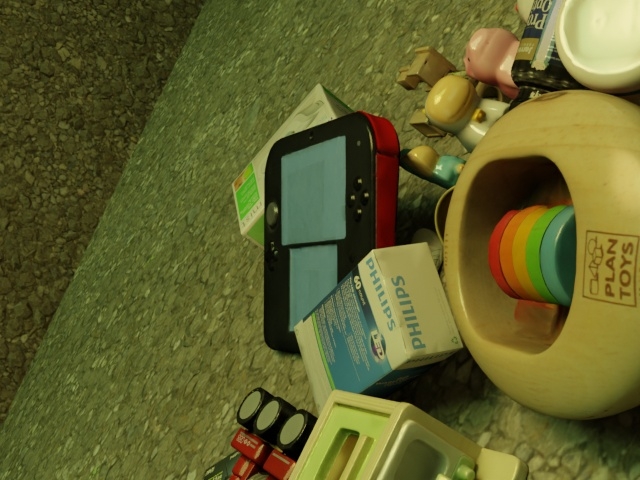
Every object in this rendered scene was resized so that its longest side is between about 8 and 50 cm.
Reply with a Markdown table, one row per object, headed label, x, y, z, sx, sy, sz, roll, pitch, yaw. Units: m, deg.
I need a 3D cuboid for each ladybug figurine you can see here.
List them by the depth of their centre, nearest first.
| label | x | y | z | sx | sy | sz | roll | pitch | yaw |
| --- | --- | --- | --- | --- | --- | --- | --- | --- | --- |
| ladybug figurine | 0.257 | 0.014 | 0.943 | 0.449 | 0.162 | 0.304 | -162 | 74 | -75 |

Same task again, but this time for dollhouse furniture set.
| label | x | y | z | sx | sy | sz | roll | pitch | yaw |
| --- | --- | --- | --- | --- | --- | --- | --- | --- | --- |
| dollhouse furniture set | 0.177 | -0.246 | 1.513 | 0.101 | 0.161 | 0.182 | -60 | 25 | -10 |

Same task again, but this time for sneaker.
| label | x | y | z | sx | sy | sz | roll | pitch | yaw |
| --- | --- | --- | --- | --- | --- | --- | --- | --- | --- |
| sneaker | 0.132 | 0.031 | 1.363 | 0.054 | 0.061 | 0.152 | -40 | 26 | 36 |

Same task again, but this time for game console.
| label | x | y | z | sx | sy | sz | roll | pitch | yaw |
| --- | --- | --- | --- | --- | --- | --- | --- | --- | --- |
| game console | 0.000 | 0.000 | 1.469 | 0.387 | 0.060 | 0.341 | 174 | 102 | -65 |

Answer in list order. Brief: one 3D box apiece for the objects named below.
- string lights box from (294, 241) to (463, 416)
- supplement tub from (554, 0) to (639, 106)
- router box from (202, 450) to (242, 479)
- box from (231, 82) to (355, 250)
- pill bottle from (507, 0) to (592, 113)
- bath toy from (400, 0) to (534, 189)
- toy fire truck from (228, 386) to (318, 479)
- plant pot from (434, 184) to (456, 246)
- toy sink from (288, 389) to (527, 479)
| label | x | y | z | sx | sy | sz | roll | pitch | yaw |
| --- | --- | --- | --- | --- | --- | --- | --- | --- | --- |
| string lights box | 0.060 | 0.116 | 1.200 | 0.259 | 0.077 | 0.133 | -47 | 55 | 57 |
| supplement tub | 0.350 | -0.201 | 1.035 | 0.144 | 0.200 | 0.144 | -9 | 75 | 38 |
| router box | -0.130 | 0.361 | 1.455 | 0.122 | 0.038 | 0.092 | -37 | 28 | 35 |
| box | -0.024 | -0.116 | 1.778 | 0.262 | 0.127 | 0.231 | -48 | 23 | 15 |
| pill bottle | 0.315 | -0.244 | 1.262 | 0.123 | 0.123 | 0.219 | 25 | 97 | 66 |
| bath toy | 0.245 | -0.228 | 1.374 | 0.348 | 0.151 | 0.129 | -56 | 33 | -6 |
| toy fire truck | -0.088 | 0.323 | 1.259 | 0.246 | 0.158 | 0.217 | -57 | 24 | -11 |
| plant pot | 0.222 | -0.032 | 1.217 | 0.134 | 0.134 | 0.095 | -28 | 10 | 47 |
| toy sink | 0.079 | 0.262 | 1.070 | 0.234 | 0.131 | 0.152 | -1 | 58 | 61 |
